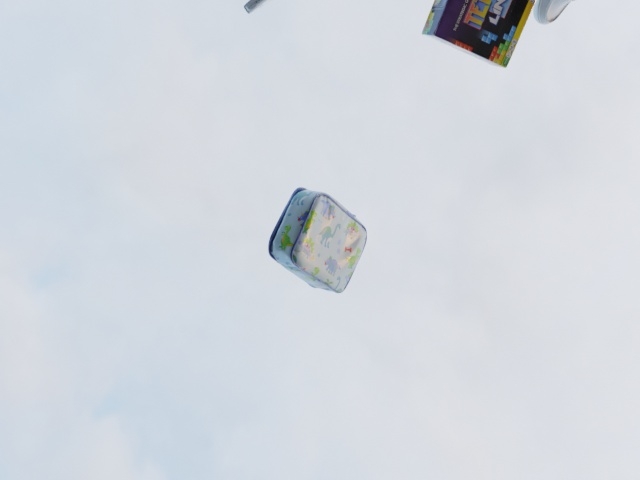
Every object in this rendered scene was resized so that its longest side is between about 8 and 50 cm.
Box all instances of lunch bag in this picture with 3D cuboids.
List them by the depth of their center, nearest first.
[{"bbox_3d":[0.000,0.000,1.366,0.090,0.219,0.176,14,-105,40],"label":"lunch bag"}]

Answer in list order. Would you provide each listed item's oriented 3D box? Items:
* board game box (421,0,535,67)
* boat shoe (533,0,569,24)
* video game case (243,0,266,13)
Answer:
[{"bbox_3d":[0.251,-0.367,0.985,0.141,0.048,0.171,15,-75,-23],"label":"board game box"},{"bbox_3d":[0.430,-0.446,1.118,0.066,0.184,0.063,-6,-131,-30],"label":"boat shoe"},{"bbox_3d":[-0.040,-0.554,1.337,0.193,0.212,0.023,-22,-69,44],"label":"video game case"}]
